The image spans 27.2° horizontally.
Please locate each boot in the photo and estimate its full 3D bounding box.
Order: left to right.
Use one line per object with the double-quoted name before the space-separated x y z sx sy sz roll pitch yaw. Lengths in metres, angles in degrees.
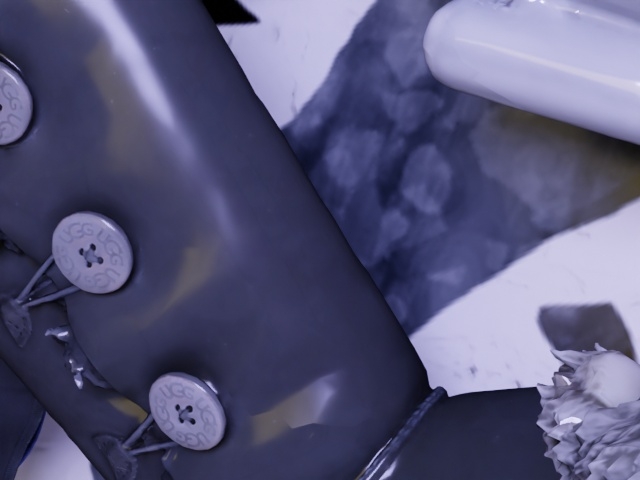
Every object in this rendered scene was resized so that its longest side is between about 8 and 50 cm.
"boot" -0.002 0.001 0.608 0.367 0.146 0.445 -33 88 23

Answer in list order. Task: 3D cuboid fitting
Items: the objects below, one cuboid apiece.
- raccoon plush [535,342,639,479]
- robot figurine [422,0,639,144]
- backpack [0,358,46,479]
"raccoon plush" 0.165 0.242 0.433 0.299 0.216 0.446 16 110 7
"robot figurine" 0.155 -0.188 0.574 0.353 0.200 0.300 27 89 28
"backpack" -0.277 0.031 0.763 0.213 0.276 0.263 -21 69 43
